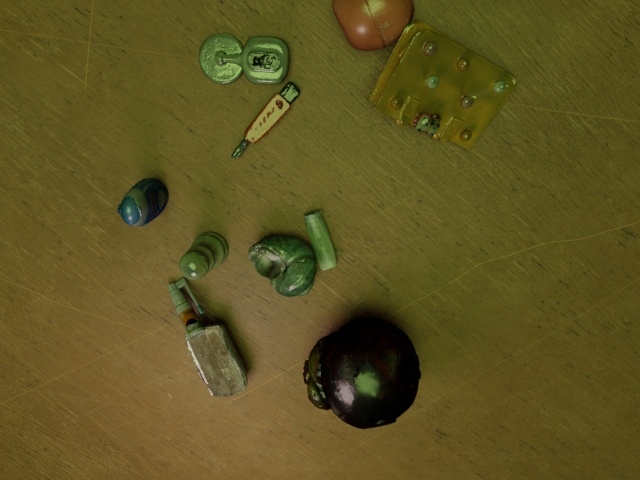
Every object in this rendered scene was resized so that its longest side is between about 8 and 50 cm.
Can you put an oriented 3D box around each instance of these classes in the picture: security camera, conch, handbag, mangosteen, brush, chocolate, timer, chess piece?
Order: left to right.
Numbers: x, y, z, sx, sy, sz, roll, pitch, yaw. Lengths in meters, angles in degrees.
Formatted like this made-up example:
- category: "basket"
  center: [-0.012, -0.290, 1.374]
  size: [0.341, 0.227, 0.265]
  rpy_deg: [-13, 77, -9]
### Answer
- category: "chess piece"
  center: [-0.405, 0.061, 1.762]
  size: [0.133, 0.243, 0.133]
  rpy_deg: [1, 105, 4]
- category: "chocolate"
  center: [-0.382, 0.442, 1.949]
  size: [0.185, 0.100, 0.303]
  rpy_deg: [-17, 101, 21]
- category: "security camera"
  center: [-0.249, -0.579, 1.652]
  size: [0.301, 0.080, 0.157]
  rpy_deg: [4, 107, 5]
- category: "brush"
  center: [-0.188, -0.390, 1.713]
  size: [0.070, 0.051, 0.323]
  rpy_deg: [40, 105, -11]
- category: "conch"
  center: [-0.112, 0.097, 1.801]
  size: [0.220, 0.195, 0.277]
  rpy_deg: [-23, 127, 21]
- category: "mangosteen"
  center: [0.145, 0.475, 1.795]
  size: [0.421, 0.381, 0.381]
  rpy_deg: [-39, 101, 24]
- category: "timer"
  center: [0.155, -0.683, 1.513]
  size: [0.214, 0.230, 0.230]
  rpy_deg: [-27, 103, 10]
- category: "handbag"
  center: [0.372, -0.447, 1.561]
  size: [0.400, 0.133, 0.283]
  rpy_deg: [17, 120, -27]

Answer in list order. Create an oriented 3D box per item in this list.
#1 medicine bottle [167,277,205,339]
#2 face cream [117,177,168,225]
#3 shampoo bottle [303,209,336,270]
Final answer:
- category: "medicine bottle"
  center: [-0.482, 0.244, 1.876]
  size: [0.092, 0.061, 0.221]
  rpy_deg: [-35, 71, 1]
- category: "face cream"
  center: [-0.587, -0.125, 1.707]
  size: [0.083, 0.264, 0.149]
  rpy_deg: [4, 107, 3]
- category: "shampoo bottle"
  center: [0.000, 0.000, 1.819]
  size: [0.072, 0.049, 0.213]
  rpy_deg: [-17, 105, 13]
